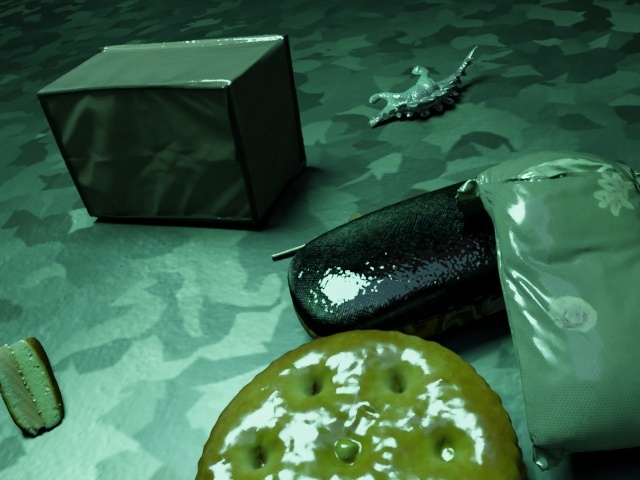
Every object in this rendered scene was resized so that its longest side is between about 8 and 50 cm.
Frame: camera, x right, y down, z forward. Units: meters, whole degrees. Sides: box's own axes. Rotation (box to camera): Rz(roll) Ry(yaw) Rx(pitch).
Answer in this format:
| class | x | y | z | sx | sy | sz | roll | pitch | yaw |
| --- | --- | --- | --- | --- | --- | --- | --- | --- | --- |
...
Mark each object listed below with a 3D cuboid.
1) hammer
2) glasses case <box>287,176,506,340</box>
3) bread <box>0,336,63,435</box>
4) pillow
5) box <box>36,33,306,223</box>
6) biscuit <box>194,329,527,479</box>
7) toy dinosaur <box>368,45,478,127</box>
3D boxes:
| class | x | y | z | sx | sy | sz | roll | pitch | yaw |
| --- | --- | --- | --- | --- | --- | --- | --- | --- | --- |
| hammer | 0.000 | 0.000 | 0.678 | 0.110 | 0.019 | 0.035 | -17 | 36 | -4 |
| glasses case | 0.128 | 0.009 | 0.576 | 0.321 | 0.082 | 0.122 | -18 | 39 | -11 |
| bread | -0.261 | 0.114 | 0.556 | 0.043 | 0.062 | 0.109 | -25 | 42 | -20 |
| pillow | 0.206 | 0.031 | 0.472 | 0.169 | 0.059 | 0.255 | -2 | 58 | -5 |
| box | -0.167 | -0.130 | 0.756 | 0.252 | 0.188 | 0.153 | 5 | 39 | 17 |
| biscuit | 0.025 | 0.153 | 0.426 | 0.220 | 0.066 | 0.220 | -9 | 38 | 7 |
| toy dinosaur | 0.155 | -0.215 | 0.904 | 0.209 | 0.039 | 0.082 | -37 | 46 | -15 |
